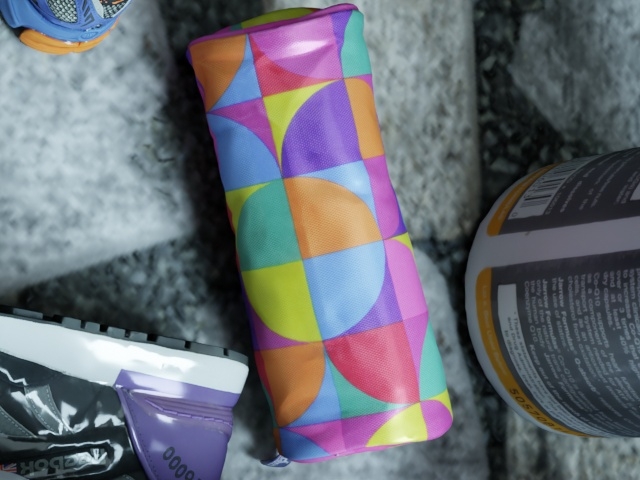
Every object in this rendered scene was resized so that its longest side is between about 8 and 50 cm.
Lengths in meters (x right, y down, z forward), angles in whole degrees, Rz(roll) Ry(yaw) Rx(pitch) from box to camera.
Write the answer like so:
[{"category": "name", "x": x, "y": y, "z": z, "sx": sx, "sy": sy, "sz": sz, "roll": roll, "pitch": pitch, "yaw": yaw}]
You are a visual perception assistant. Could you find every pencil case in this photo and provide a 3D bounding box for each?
[{"category": "pencil case", "x": 0.000, "y": 0.000, "z": 1.007, "sx": 0.104, "sy": 0.104, "sz": 0.236, "roll": -13, "pitch": 94, "yaw": -33}]

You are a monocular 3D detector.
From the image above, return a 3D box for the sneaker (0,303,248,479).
[{"category": "sneaker", "x": -0.163, "y": 0.088, "z": 0.891, "sx": 0.283, "sy": 0.107, "sz": 0.124, "roll": 14, "pitch": 83, "yaw": -30}]

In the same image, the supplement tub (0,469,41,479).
[{"category": "supplement tub", "x": -0.055, "y": 0.232, "z": 0.851, "sx": 0.316, "sy": 0.228, "sz": 0.228, "roll": 18, "pitch": 75, "yaw": -40}]

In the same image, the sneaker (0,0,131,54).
[{"category": "sneaker", "x": -0.126, "y": -0.204, "z": 0.951, "sx": 0.083, "sy": 0.087, "sz": 0.221, "roll": -20, "pitch": 95, "yaw": -33}]

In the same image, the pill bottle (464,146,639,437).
[{"category": "pill bottle", "x": 0.213, "y": 0.023, "z": 1.028, "sx": 0.162, "sy": 0.278, "sz": 0.162, "roll": 3, "pitch": 84, "yaw": -32}]
